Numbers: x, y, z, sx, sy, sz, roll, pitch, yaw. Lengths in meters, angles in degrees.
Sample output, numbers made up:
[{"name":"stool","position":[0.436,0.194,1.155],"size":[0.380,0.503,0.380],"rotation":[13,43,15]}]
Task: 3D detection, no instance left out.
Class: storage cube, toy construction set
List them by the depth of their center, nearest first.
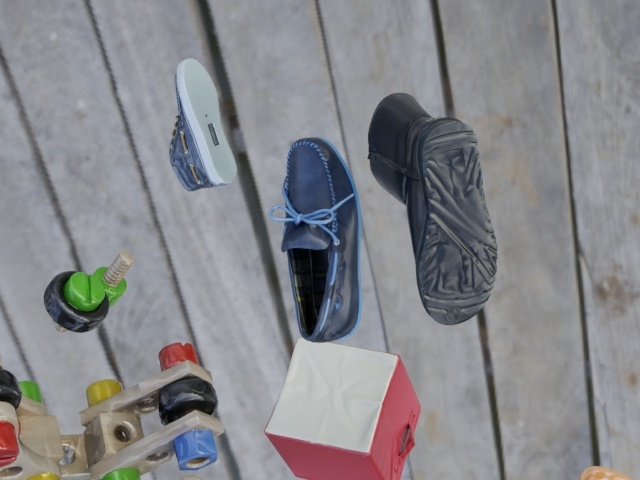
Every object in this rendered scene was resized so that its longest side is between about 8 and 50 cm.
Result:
[{"name":"toy construction set","position":[-0.220,0.215,0.959],"size":[0.309,0.257,0.237],"rotation":[50,123,12]},{"name":"storage cube","position":[0.044,0.296,1.818],"size":[0.215,0.184,0.193],"rotation":[8,149,23]}]

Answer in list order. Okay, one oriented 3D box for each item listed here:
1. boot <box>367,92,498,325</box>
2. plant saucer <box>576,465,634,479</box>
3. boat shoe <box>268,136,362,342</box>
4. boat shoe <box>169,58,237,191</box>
[{"name":"boot","position":[0.128,-0.045,1.300],"size":[0.094,0.207,0.246],"rotation":[-10,107,-11]},{"name":"plant saucer","position":[0.343,0.324,1.145],"size":[0.200,0.200,0.037],"rotation":[34,111,-9]},{"name":"boat shoe","position":[0.000,0.000,1.348],"size":[0.109,0.089,0.258],"rotation":[-12,91,39]},{"name":"boat shoe","position":[-0.185,-0.159,1.535],"size":[0.083,0.065,0.183],"rotation":[-13,96,37]}]
